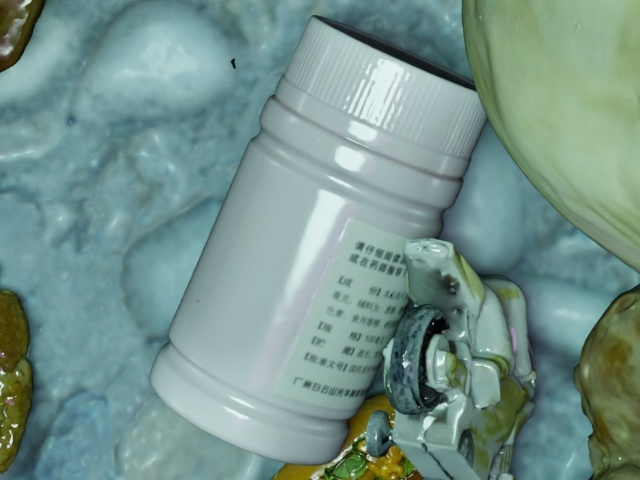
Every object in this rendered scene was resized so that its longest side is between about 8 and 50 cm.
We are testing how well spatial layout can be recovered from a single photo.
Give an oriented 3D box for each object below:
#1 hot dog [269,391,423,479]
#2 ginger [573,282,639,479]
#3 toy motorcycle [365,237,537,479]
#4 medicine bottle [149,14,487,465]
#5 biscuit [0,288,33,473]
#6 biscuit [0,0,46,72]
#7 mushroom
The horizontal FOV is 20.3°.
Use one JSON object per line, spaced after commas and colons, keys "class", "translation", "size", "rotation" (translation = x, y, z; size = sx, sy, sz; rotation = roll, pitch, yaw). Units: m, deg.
{"class": "hot dog", "translation": [0.002, 0.172, 1.153], "size": [0.072, 0.055, 0.188], "rotation": [43, 98, -5]}
{"class": "ginger", "translation": [0.273, 0.208, 1.087], "size": [0.375, 0.176, 0.256], "rotation": [43, 84, -4]}
{"class": "toy motorcycle", "translation": [0.089, 0.077, 1.081], "size": [0.074, 0.229, 0.151], "rotation": [5, 60, 25]}
{"class": "medicine bottle", "translation": [0.000, 0.000, 1.087], "size": [0.133, 0.133, 0.250], "rotation": [23, 100, 0]}
{"class": "biscuit", "translation": [-0.289, 0.087, 1.135], "size": [0.225, 0.042, 0.226], "rotation": [0, 81, -3]}
{"class": "biscuit", "translation": [-0.312, -0.240, 1.100], "size": [0.359, 0.046, 0.359], "rotation": [2, 103, 7]}
{"class": "mushroom", "translation": [0.242, -0.105, 0.911], "size": [0.325, 0.353, 0.353], "rotation": [4, 100, -17]}
